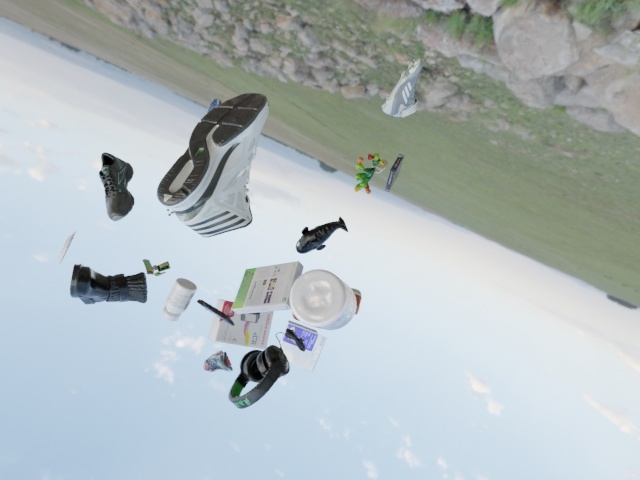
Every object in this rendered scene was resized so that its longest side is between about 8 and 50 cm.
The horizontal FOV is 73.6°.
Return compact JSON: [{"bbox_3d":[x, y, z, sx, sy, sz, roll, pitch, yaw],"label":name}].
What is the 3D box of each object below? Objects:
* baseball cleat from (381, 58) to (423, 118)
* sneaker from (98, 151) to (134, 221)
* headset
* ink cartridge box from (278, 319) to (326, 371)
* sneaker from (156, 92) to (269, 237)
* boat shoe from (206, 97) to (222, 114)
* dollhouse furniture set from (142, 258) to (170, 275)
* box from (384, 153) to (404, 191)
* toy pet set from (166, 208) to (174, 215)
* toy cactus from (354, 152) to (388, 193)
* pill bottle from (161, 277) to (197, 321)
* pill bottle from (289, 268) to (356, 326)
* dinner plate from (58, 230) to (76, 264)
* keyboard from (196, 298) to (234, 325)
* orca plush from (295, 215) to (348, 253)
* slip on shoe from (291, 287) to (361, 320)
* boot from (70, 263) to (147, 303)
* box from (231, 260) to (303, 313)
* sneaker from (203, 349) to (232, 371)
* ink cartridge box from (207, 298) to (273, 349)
[{"bbox_3d":[0.282,-0.473,1.350,0.109,0.072,0.206,26,144,-12],"label":"baseball cleat"},{"bbox_3d":[-0.682,-0.178,1.402,0.106,0.101,0.267,57,-170,-54],"label":"sneaker"},{"bbox_3d":[-0.203,0.518,1.731,0.185,0.243,0.394,49,-134,-14],"label":"headset"},{"bbox_3d":[-0.098,0.525,2.125,0.208,0.206,0.045,22,-168,0],"label":"ink cartridge box"},{"bbox_3d":[-0.261,-0.205,1.244,0.169,0.447,0.257,15,152,29],"label":"sneaker"},{"bbox_3d":[-0.469,-0.543,1.904,0.066,0.183,0.066,1,-140,-42],"label":"boat shoe"},{"bbox_3d":[-0.764,0.122,2.003,0.151,0.059,0.076,60,-172,-80],"label":"dollhouse furniture set"},{"bbox_3d":[0.349,-0.319,2.021,0.029,0.116,0.162,23,-133,14],"label":"box"},{"bbox_3d":[-0.823,-0.217,2.363,0.122,0.114,0.065,68,-171,17],"label":"toy pet set"},{"bbox_3d":[0.219,-0.289,1.776,0.180,0.219,0.112,-31,-120,-33],"label":"toy cactus"},{"bbox_3d":[-0.814,0.342,2.453,0.131,0.229,0.131,29,-170,-6],"label":"pill bottle"},{"bbox_3d":[0.024,0.206,1.419,0.176,0.176,0.318,27,174,18],"label":"pill bottle"},{"bbox_3d":[-0.985,0.025,1.658,0.017,0.141,0.141,27,-173,-26],"label":"dinner plate"},{"bbox_3d":[-0.435,0.288,1.757,0.180,0.023,0.108,21,156,32],"label":"keyboard"},{"bbox_3d":[0.000,0.000,2.093,0.102,0.287,0.151,-89,-21,-59],"label":"orca plush"},{"bbox_3d":[0.016,0.275,1.690,0.331,0.101,0.123,-20,141,33],"label":"slip on shoe"},{"bbox_3d":[-0.867,0.182,1.785,0.260,0.131,0.348,1,163,-14],"label":"boot"},{"bbox_3d":[-0.246,0.221,1.989,0.322,0.232,0.058,-9,138,29],"label":"box"},{"bbox_3d":[-0.528,0.636,2.176,0.125,0.104,0.262,-23,179,-25],"label":"sneaker"},{"bbox_3d":[-0.435,0.464,2.359,0.306,0.226,0.131,18,165,-28],"label":"ink cartridge box"}]
